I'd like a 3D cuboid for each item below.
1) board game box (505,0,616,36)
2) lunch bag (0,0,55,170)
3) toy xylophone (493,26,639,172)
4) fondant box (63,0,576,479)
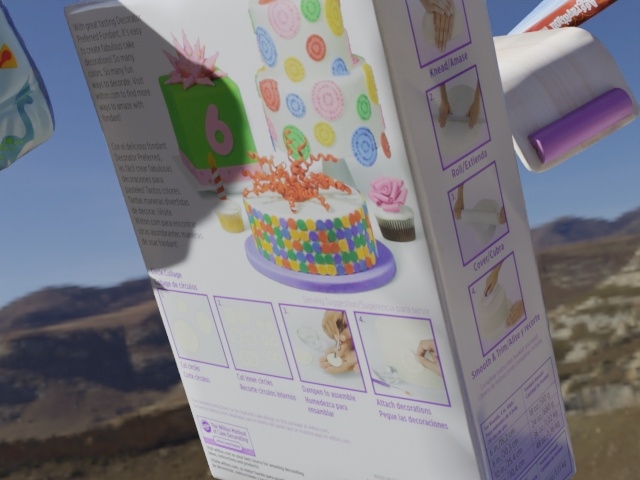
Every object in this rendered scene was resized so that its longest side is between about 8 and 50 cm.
[{"bbox_3d":[0.248,-0.233,1.003,0.145,0.027,0.281,-45,5,-13],"label":"board game box"},{"bbox_3d":[-0.290,-0.142,0.727,0.176,0.219,0.090,10,42,41],"label":"lunch bag"},{"bbox_3d":[0.107,-0.110,0.946,0.236,0.081,0.323,-26,15,-11],"label":"toy xylophone"},{"bbox_3d":[0.000,0.000,0.626,0.238,0.330,0.096,3,26,43],"label":"fondant box"}]
